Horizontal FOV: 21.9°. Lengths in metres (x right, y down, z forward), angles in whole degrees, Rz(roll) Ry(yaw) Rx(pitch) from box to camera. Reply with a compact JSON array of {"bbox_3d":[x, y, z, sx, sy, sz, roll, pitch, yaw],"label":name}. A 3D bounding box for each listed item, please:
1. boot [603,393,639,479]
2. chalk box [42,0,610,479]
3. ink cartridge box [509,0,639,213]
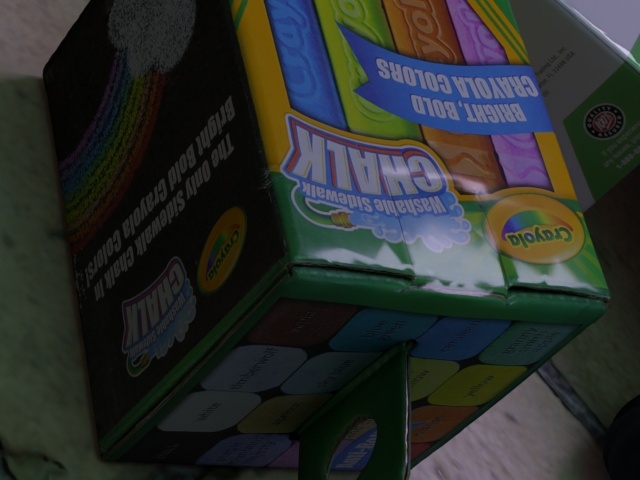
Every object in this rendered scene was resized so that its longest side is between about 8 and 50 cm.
[{"bbox_3d":[0.262,0.065,0.988,0.246,0.094,0.207,-3,36,-10],"label":"boot"},{"bbox_3d":[0.000,0.000,0.774,0.179,0.180,0.289,7,56,-33],"label":"chalk box"},{"bbox_3d":[0.089,-0.115,0.940,0.219,0.160,0.092,41,42,-5],"label":"ink cartridge box"}]
